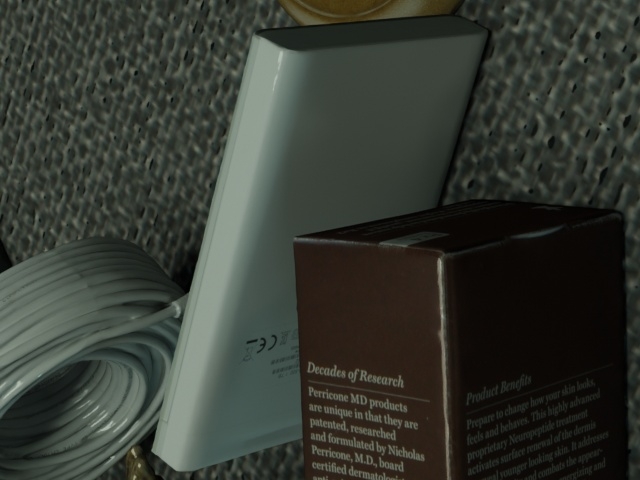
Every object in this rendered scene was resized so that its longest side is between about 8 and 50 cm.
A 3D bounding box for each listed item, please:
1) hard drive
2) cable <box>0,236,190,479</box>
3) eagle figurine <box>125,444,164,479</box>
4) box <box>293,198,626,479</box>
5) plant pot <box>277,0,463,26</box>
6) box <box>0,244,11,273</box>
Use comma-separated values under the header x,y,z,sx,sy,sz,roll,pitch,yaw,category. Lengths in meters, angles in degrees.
x,y,z,sx,sy,sz,roll,pitch,yaw,category
0.000,0.000,1.338,0.040,0.203,0.308,32,119,35,hard drive
-0.214,0.108,1.524,0.089,0.257,0.257,54,130,28,cable
-0.101,0.291,1.292,0.225,0.226,0.298,-53,34,41,eagle figurine
0.096,0.174,1.291,0.143,0.191,0.381,8,103,42,box
0.022,-0.248,1.389,0.236,0.032,0.236,11,106,42,plant pot
-0.335,0.075,1.753,0.147,0.077,0.180,-39,72,40,box
